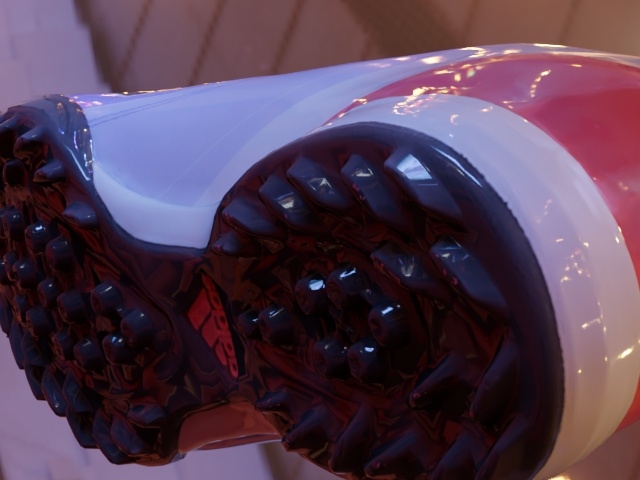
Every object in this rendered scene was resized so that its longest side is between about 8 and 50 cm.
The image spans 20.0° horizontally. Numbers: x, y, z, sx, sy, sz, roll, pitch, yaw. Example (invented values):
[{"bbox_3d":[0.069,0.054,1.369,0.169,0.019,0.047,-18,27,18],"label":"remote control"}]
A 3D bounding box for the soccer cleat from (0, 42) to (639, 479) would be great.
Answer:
[{"bbox_3d":[0.000,0.000,0.491,0.318,0.116,0.108,1,-72,59],"label":"soccer cleat"}]
